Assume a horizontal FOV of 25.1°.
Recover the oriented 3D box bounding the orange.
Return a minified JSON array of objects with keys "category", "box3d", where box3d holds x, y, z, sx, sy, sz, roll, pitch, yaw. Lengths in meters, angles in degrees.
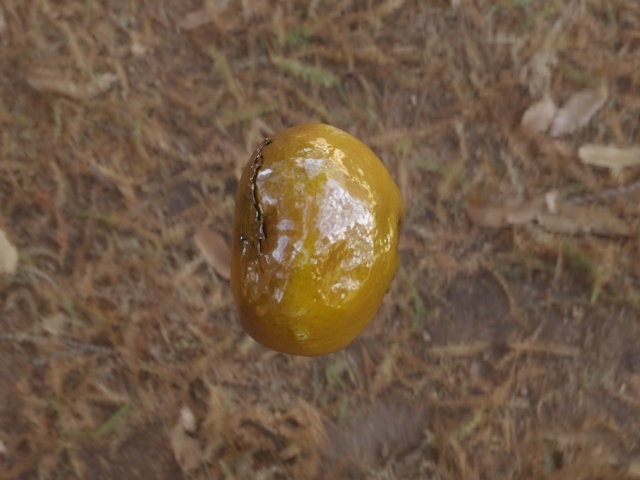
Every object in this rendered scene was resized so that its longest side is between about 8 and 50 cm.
[{"category":"orange","box3d":[0.000,0.000,0.528,0.062,0.086,0.086,6,69,13]}]
